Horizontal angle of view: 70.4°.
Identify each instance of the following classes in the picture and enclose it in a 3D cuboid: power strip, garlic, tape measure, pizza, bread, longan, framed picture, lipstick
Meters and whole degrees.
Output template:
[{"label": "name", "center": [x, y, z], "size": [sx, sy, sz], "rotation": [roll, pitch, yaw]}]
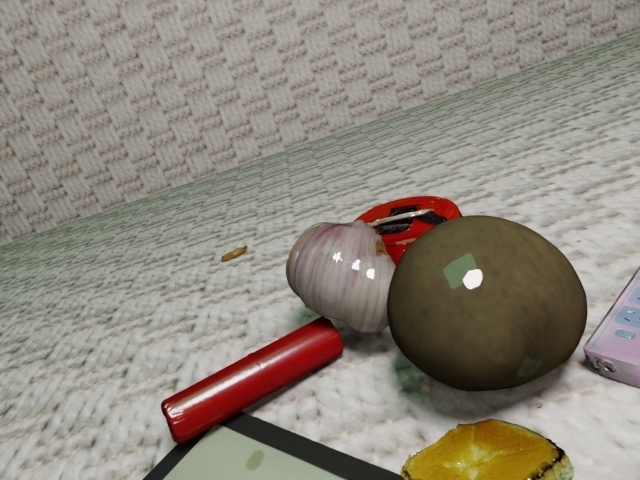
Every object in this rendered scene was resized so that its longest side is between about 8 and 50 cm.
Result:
[{"label": "power strip", "center": [0.448, 0.093, 0.584], "size": [0.279, 0.037, 0.109], "rotation": [-34, 28, -31]}, {"label": "garlic", "center": [0.081, 0.053, 0.760], "size": [0.257, 0.206, 0.207], "rotation": [-27, 25, -19]}, {"label": "tape measure", "center": [0.160, 0.000, 0.908], "size": [0.254, 0.113, 0.260], "rotation": [-7, 26, 24]}, {"label": "pizza", "center": [-0.238, 0.036, 1.255], "size": [0.083, 0.016, 0.037], "rotation": [-28, 26, -12]}, {"label": "bread", "center": [0.156, 0.230, 0.430], "size": [0.140, 0.069, 0.128], "rotation": [-21, 8, -27]}, {"label": "longan", "center": [0.203, 0.080, 0.576], "size": [0.249, 0.248, 0.248], "rotation": [-16, 24, 7]}, {"label": "framed picture", "center": [-0.101, 0.325, 0.519], "size": [0.347, 0.016, 0.265], "rotation": [1, 30, 40]}, {"label": "lipstick", "center": [-0.097, 0.204, 0.685], "size": [0.280, 0.073, 0.073], "rotation": [-23, 23, -24]}]

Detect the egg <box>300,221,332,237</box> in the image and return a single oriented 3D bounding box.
[{"label": "egg", "center": [0.000, 0.000, 1.065], "size": [0.110, 0.085, 0.085], "rotation": [-11, 24, 24]}]
